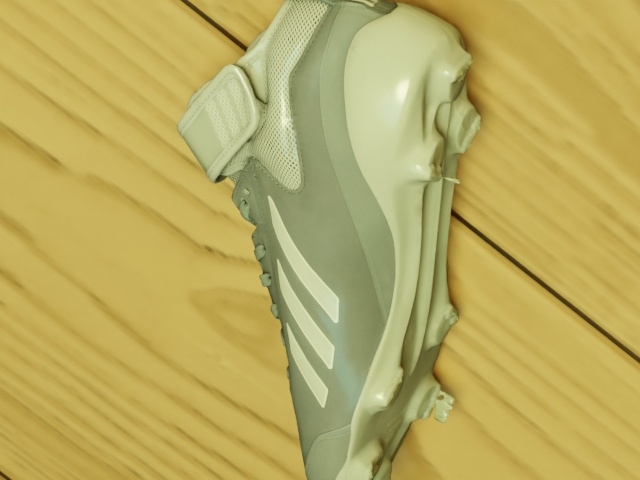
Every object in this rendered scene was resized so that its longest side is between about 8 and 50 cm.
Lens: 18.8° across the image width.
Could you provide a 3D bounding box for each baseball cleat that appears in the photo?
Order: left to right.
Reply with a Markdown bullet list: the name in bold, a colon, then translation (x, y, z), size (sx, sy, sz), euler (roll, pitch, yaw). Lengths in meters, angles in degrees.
- **baseball cleat**: translation (0.000, 0.000, 0.700), size (0.109, 0.072, 0.205), euler (22, 122, 22)
